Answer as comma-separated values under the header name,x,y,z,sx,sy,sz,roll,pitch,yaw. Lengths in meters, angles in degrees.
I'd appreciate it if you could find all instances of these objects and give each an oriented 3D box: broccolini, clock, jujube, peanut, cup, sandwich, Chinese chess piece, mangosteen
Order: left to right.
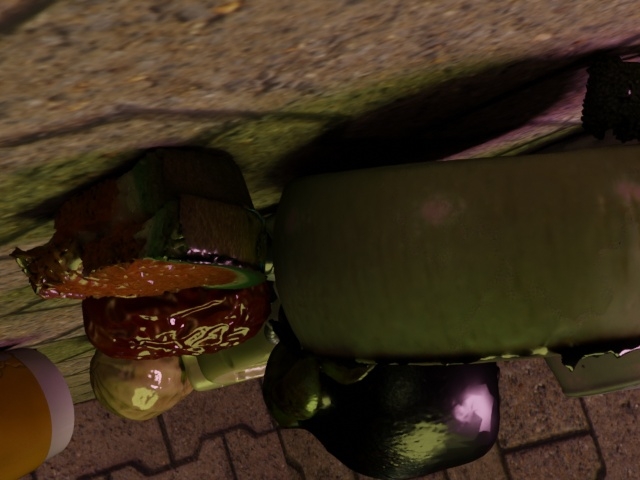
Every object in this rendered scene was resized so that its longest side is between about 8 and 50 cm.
name,x,y,z,sx,sy,sz,roll,pitch,yaw
cup,-0.445,0.217,1.420,0.241,0.185,0.226,19,-158,33
peanut,-0.253,0.186,1.725,0.147,0.147,0.305,-18,177,7
sandwich,-0.106,-0.006,0.818,0.159,0.079,0.235,-9,172,19
jujube,-0.136,0.058,1.118,0.176,0.109,0.112,-7,134,-17
clock,-0.046,0.103,1.540,0.286,0.117,0.348,-14,169,-8
mangosteen,0.060,0.129,1.170,0.243,0.243,0.243,-17,173,-2
Chinese chess piece,0.137,0.009,0.920,0.349,0.146,0.349,-5,-178,0
broccolini,0.288,-0.125,0.886,0.216,0.067,0.058,-17,-173,-26

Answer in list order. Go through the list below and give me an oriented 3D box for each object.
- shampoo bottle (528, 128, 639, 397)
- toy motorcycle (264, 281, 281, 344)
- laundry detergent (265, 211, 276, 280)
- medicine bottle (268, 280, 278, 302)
name,x,y,z,sx,sy,sz,roll,pitch,yaw
shampoo bottle,0.328,0.019,1.249,0.273,0.266,0.273,-18,173,-2
toy motorcycle,0.050,0.027,1.296,0.260,0.110,0.171,-26,150,-11
laundry detergent,0.000,0.000,1.098,0.226,0.070,0.099,-12,174,-42
medicine bottle,-0.120,0.053,1.269,0.059,0.059,0.231,-24,171,42
